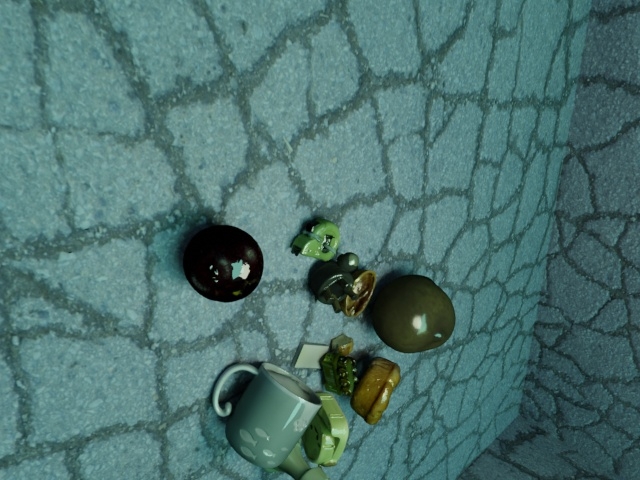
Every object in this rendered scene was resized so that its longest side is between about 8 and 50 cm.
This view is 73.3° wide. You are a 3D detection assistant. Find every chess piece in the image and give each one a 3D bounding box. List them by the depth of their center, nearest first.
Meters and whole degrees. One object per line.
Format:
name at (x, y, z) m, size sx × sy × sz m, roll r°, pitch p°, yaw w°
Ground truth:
chess piece at (-0.092, 0.863, 1.643) m, size 0.195 × 0.299 × 0.194 m, roll -17°, pitch 117°, yaw -36°

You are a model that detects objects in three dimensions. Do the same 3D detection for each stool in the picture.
stool at (0.058, 0.151, 1.566) m, size 0.154 × 0.139 × 0.227 m, roll -1°, pitch 126°, yaw -31°

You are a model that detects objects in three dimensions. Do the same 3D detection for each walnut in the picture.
walnut at (0.136, 0.201, 1.719) m, size 0.211 × 0.087 × 0.167 m, roll -56°, pitch 139°, yaw -15°

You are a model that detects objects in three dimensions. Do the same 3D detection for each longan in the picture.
longan at (0.394, 0.316, 1.828) m, size 0.361 × 0.361 × 0.360 m, roll -17°, pitch 118°, yaw -36°

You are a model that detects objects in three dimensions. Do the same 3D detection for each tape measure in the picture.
tape measure at (0.000, 0.000, 1.519) m, size 0.178 × 0.088 × 0.153 m, roll 19°, pitch 94°, yaw -46°

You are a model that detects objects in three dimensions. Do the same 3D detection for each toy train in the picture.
toy train at (0.077, 0.546, 1.759) m, size 0.090 × 0.137 × 0.225 m, roll -49°, pitch 140°, yaw -44°

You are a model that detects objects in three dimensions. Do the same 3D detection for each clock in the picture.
clock at (0.004, 0.804, 1.758) m, size 0.096 × 0.235 × 0.307 m, roll 8°, pitch 106°, yaw -26°

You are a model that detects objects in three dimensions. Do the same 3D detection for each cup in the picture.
cup at (-0.213, 0.587, 1.489) m, size 0.357 × 0.259 × 0.274 m, roll 33°, pitch 84°, yaw -13°

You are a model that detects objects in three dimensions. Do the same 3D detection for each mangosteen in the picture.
mangosteen at (-0.265, 0.057, 1.242) m, size 0.265 × 0.229 × 0.228 m, roll -51°, pitch 148°, yaw -69°

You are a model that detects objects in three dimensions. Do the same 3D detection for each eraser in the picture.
eraser at (-0.039, 0.459, 1.716) m, size 0.150 × 0.023 × 0.103 m, roll 19°, pitch 95°, yaw -44°

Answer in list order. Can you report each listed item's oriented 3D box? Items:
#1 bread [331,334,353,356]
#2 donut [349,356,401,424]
bread at (0.092, 0.441, 1.787) m, size 0.083 × 0.077 × 0.070 m, roll -23°, pitch 118°, yaw -34°
donut at (0.244, 0.645, 1.880) m, size 0.299 × 0.150 × 0.317 m, roll -47°, pitch 158°, yaw -43°
